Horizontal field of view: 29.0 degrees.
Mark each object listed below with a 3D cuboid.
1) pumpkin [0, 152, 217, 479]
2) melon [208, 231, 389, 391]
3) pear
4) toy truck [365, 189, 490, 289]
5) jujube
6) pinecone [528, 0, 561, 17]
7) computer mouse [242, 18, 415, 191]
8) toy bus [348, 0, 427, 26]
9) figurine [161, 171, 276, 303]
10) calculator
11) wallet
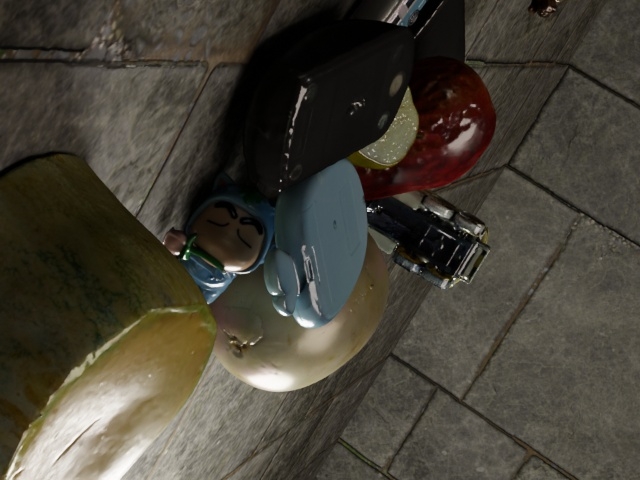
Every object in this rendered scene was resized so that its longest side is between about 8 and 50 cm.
[{"bbox_3d":[-0.237,0.109,1.083,0.332,0.199,0.332,-54,166,-21],"label":"pumpkin"},{"bbox_3d":[-0.029,0.077,1.700,0.317,0.223,0.223,-37,157,-52],"label":"melon"},{"bbox_3d":[0.054,-0.163,1.635,0.141,0.141,0.104,-53,-150,-15],"label":"pear"},{"bbox_3d":[0.133,-0.037,1.911,0.124,0.272,0.157,-61,174,11],"label":"toy truck"},{"bbox_3d":[0.123,-0.153,1.761,0.255,0.190,0.190,-22,163,-3],"label":"jujube"},{"bbox_3d":[0.358,-0.455,1.932,0.185,0.168,0.212,12,98,-61],"label":"pinecone"},{"bbox_3d":[0.002,-0.175,1.455,0.269,0.100,0.170,-31,140,-47],"label":"computer mouse"},{"bbox_3d":[0.080,-0.288,1.563,0.123,0.060,0.075,-53,164,-2],"label":"toy bus"},{"bbox_3d":[-0.126,0.016,1.467,0.178,0.114,0.144,-54,172,30],"label":"figurine"},{"bbox_3d":[0.000,0.000,1.503,0.303,0.042,0.188,-54,137,-61],"label":"calculator"},{"bbox_3d":[0.163,-0.274,1.921,0.197,0.051,0.377,-52,165,-10],"label":"wallet"}]
